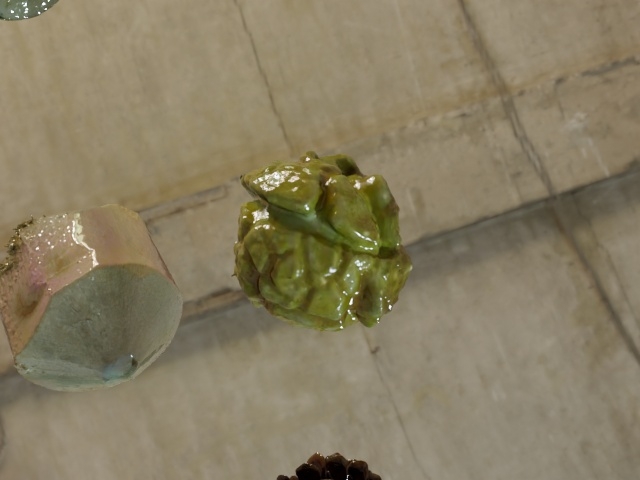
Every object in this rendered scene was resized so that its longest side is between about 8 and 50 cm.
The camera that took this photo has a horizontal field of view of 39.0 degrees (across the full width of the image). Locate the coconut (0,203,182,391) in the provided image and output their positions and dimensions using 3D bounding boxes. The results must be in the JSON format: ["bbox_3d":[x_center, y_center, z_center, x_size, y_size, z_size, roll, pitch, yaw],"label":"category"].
[{"bbox_3d":[-0.152,0.043,0.597,0.122,0.116,0.116,53,-22,41],"label":"coconut"}]

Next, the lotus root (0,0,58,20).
[{"bbox_3d":[-0.403,-0.428,0.997,0.346,0.251,0.250,57,-18,32],"label":"lotus root"}]

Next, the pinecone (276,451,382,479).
[{"bbox_3d":[0.001,0.496,1.467,0.292,0.246,0.246,-47,130,-54],"label":"pinecone"}]

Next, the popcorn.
[{"bbox_3d":[-0.009,-0.002,1.316,0.282,0.247,0.282,176,-90,-76],"label":"popcorn"}]
